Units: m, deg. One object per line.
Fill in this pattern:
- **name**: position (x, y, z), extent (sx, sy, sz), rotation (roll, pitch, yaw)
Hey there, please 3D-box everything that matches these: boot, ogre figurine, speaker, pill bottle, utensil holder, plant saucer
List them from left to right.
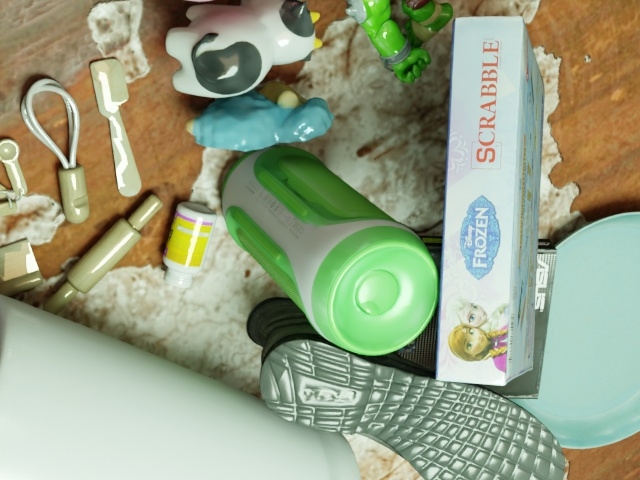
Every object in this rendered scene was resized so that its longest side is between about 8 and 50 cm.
- **utensil holder**: position (-0.205, 0.260, 1.166), extent (0.385, 0.327, 0.327), rotation (28, 97, -29)
- **pill bottle**: position (-0.137, 0.005, 1.254), extent (0.043, 0.043, 0.083), rotation (11, 105, -26)
- **speaker**: position (0.000, 0.000, 1.164), extent (0.131, 0.296, 0.131), rotation (-8, 113, -20)
- **boot**: position (0.087, 0.153, 1.275), extent (0.338, 0.222, 0.118), rotation (28, 98, -8)
- **ogre figurine**: position (0.094, -0.271, 1.217), extent (0.118, 0.097, 0.197), rotation (23, 111, -41)
- **plant saucer**: position (0.353, 0.109, 1.508), extent (0.318, 0.044, 0.317), rotation (-8, 113, -20)

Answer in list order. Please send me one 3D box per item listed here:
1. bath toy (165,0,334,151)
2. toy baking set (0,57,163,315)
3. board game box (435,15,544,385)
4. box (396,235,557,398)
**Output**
- **bath toy**: position (-0.070, -0.248, 1.108), extent (0.151, 0.129, 0.348), rotation (-58, 148, -44)
- **toy baking set**: position (-0.255, -0.047, 1.190), extent (0.256, 0.030, 0.197), rotation (-42, 120, -3)
- **board game box**: position (0.172, -0.026, 1.184), extent (0.066, 0.318, 0.318), rotation (3, 86, 14)
- **box**: position (0.168, 0.089, 1.391), extent (0.184, 0.045, 0.190), rotation (3, 110, -3)
